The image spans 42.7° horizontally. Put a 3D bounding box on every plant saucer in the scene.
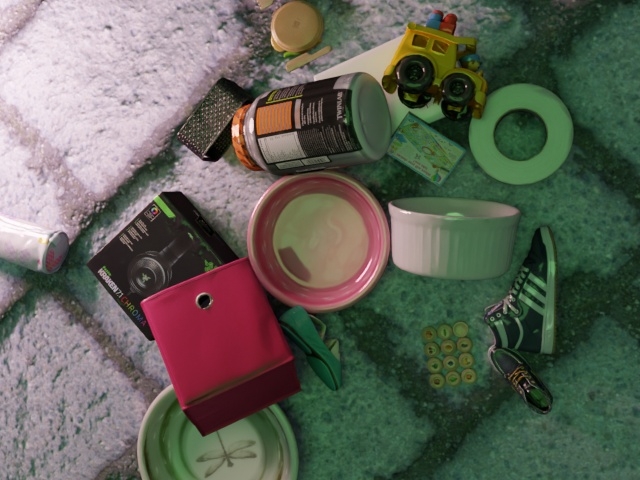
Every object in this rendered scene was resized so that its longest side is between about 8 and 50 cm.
[{"bbox_3d":[-0.236,0.505,1.958,0.401,0.100,0.400,1,93,12],"label":"plant saucer"},{"bbox_3d":[0.000,0.000,1.885,0.332,0.084,0.331,1,92,13],"label":"plant saucer"}]

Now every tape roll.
[{"bbox_3d":[0.435,-0.228,1.780,0.219,0.072,0.219,1,93,13],"label":"tape roll"}]

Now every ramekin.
[{"bbox_3d":[0.279,-0.007,1.732,0.277,0.277,0.135,4,102,12],"label":"ramekin"}]

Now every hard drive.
[{"bbox_3d":[0.163,-0.337,1.832,0.308,0.040,0.203,-22,92,15],"label":"hard drive"}]

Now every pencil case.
[{"bbox_3d":[-0.767,-0.009,2.041,0.273,0.113,0.124,19,119,10],"label":"pencil case"}]

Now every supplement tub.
[{"bbox_3d":[-0.022,-0.244,1.773,0.316,0.194,0.193,-5,92,31],"label":"supplement tub"}]

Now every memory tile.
[{"bbox_3d":[0.295,0.262,1.869,0.113,0.012,0.147,-10,90,13],"label":"memory tile"}]

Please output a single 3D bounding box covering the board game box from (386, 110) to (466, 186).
[{"bbox_3d":[0.231,-0.203,1.818,0.154,0.026,0.103,32,113,-7],"label":"board game box"}]

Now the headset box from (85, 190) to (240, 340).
[{"bbox_3d":[-0.360,0.051,1.944,0.283,0.131,0.246,-41,85,11],"label":"headset box"}]

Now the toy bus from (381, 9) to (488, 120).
[{"bbox_3d":[0.263,-0.377,1.722,0.220,0.149,0.211,20,85,10],"label":"toy bus"}]

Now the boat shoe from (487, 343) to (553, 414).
[{"bbox_3d":[0.443,0.302,1.802,0.183,0.083,0.065,45,101,7],"label":"boat shoe"}]

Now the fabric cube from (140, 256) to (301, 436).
[{"bbox_3d":[-0.212,0.237,1.788,0.254,0.259,0.258,-23,65,-9],"label":"fabric cube"}]

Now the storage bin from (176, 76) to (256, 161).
[{"bbox_3d":[-0.236,-0.278,1.902,0.084,0.122,0.180,41,101,7],"label":"storage bin"}]

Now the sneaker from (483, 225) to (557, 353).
[{"bbox_3d":[0.435,0.109,1.786,0.153,0.099,0.282,0,96,11],"label":"sneaker"}]

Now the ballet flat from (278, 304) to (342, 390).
[{"bbox_3d":[-0.003,0.241,1.874,0.087,0.083,0.247,-47,120,-21],"label":"ballet flat"}]

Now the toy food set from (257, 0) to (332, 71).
[{"bbox_3d":[-0.057,-0.493,1.899,0.133,0.038,0.192,-23,83,6],"label":"toy food set"}]
